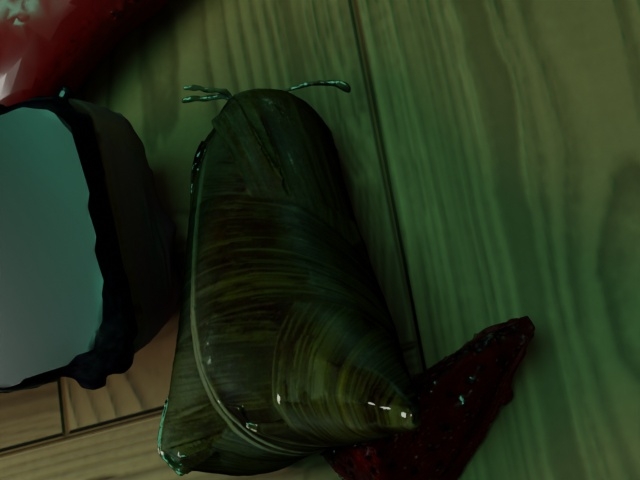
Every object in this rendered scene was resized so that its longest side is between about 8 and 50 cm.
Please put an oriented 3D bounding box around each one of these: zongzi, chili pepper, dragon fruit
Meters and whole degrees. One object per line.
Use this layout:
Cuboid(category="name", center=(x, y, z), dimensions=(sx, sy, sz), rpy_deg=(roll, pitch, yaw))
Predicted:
Cuboid(category="zongzi", center=(0.000, 0.000, 0.745), dimensions=(0.241, 0.111, 0.248), rpy_deg=(-26, 57, 57))
Cuboid(category="chili pepper", center=(-0.188, -0.142, 0.926), dimensions=(0.387, 0.110, 0.110), rpy_deg=(-49, 62, 12))
Cuboid(category="dragon fruit", center=(0.075, 0.102, 0.763), dimensions=(0.131, 0.097, 0.063), rpy_deg=(-38, 89, -15))

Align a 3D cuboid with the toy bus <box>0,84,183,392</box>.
Cuboid(category="toy bus", center=(-0.282, 0.029, 0.853), dimensions=(0.386, 0.162, 0.171), rpy_deg=(-11, 88, 14))
